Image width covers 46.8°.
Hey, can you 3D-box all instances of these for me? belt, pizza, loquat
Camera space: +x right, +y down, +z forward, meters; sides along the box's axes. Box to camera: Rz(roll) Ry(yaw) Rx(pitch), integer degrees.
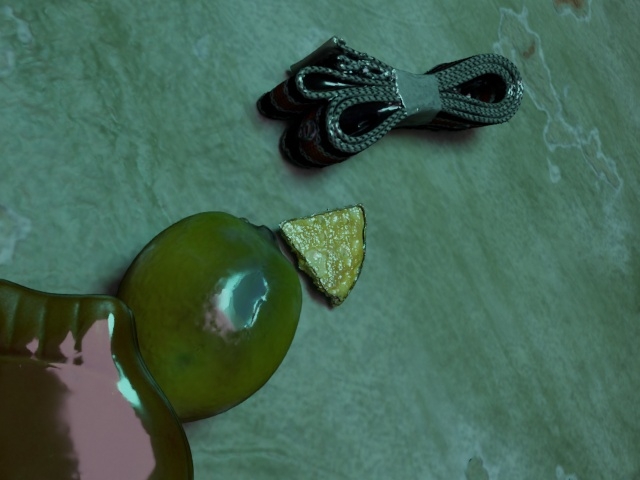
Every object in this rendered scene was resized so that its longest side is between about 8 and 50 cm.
[{"bbox_3d":[0.100,-0.163,0.866,0.359,0.094,0.126,-12,87,-37],"label":"belt"},{"bbox_3d":[0.000,0.000,0.781,0.108,0.026,0.123,26,64,-25],"label":"pizza"},{"bbox_3d":[-0.096,0.065,0.616,0.152,0.152,0.195,40,63,-20],"label":"loquat"}]

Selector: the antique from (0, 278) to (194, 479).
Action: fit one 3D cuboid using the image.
[{"bbox_3d":[-0.197,0.168,0.482,0.223,0.129,0.278,4,78,-12],"label":"antique"}]
